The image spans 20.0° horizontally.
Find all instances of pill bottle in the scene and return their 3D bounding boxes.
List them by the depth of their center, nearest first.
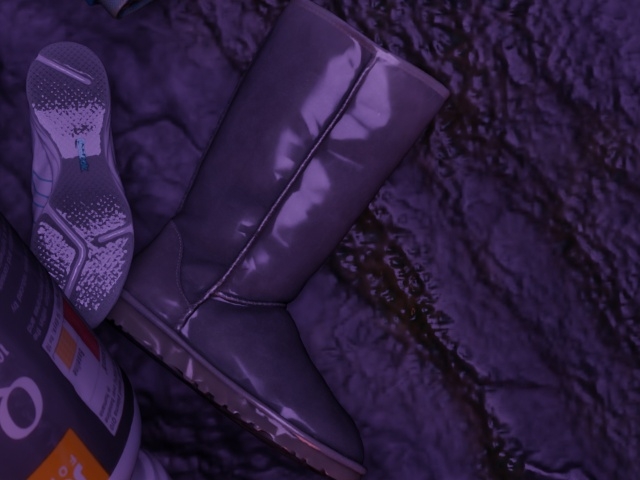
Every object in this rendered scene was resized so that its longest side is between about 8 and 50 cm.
[{"bbox_3d":[-0.183,0.075,0.858,0.162,0.162,0.278,-35,122,-3],"label":"pill bottle"}]

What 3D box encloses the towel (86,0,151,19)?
[{"bbox_3d":[-0.112,-0.331,0.948,0.271,0.040,0.370,-36,91,-14],"label":"towel"}]

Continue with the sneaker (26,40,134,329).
[{"bbox_3d":[-0.127,-0.024,0.958,0.053,0.061,0.152,-2,76,-8],"label":"sneaker"}]

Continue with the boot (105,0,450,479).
[{"bbox_3d":[0.001,0.000,0.968,0.189,0.076,0.208,38,81,1],"label":"boot"}]
